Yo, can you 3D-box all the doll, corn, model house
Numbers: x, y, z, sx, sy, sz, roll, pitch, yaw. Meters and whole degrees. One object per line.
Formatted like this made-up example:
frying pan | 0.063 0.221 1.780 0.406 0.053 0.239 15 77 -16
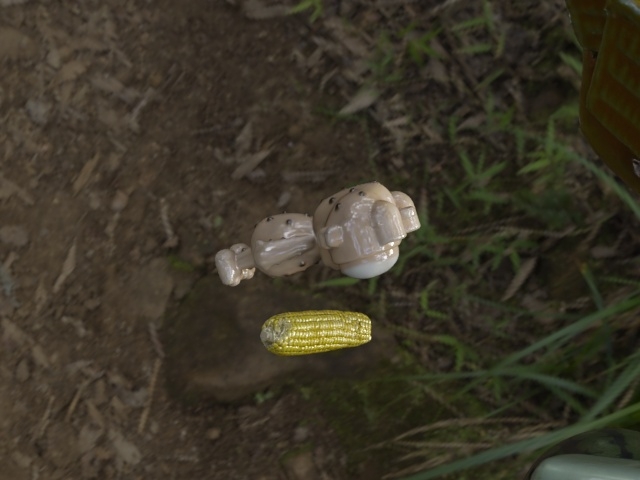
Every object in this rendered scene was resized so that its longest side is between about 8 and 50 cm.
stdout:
doll | -0.002 0.001 1.574 0.154 0.278 0.119 -24 98 -59
corn | -0.006 0.140 1.827 0.206 0.067 0.067 -1 67 -39
model house | 0.320 -0.176 1.194 0.268 0.173 0.239 48 7 28

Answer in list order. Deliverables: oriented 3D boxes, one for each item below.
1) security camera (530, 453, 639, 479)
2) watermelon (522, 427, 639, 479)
security camera | 0.304 0.205 0.880 0.157 0.302 0.080 14 76 -61
watermelon | 0.292 0.289 1.188 0.212 0.212 0.212 14 59 -26
